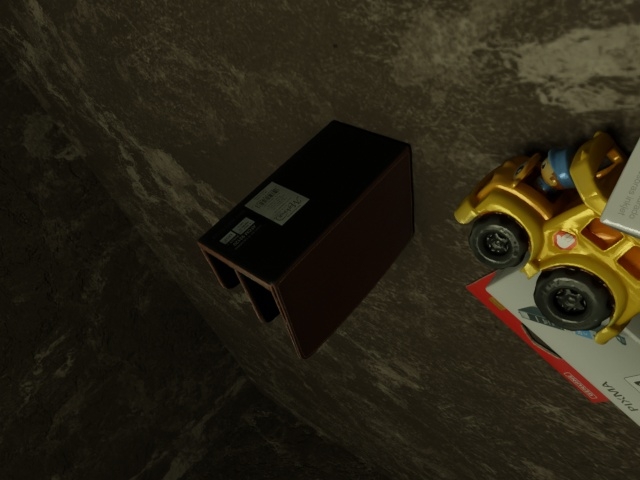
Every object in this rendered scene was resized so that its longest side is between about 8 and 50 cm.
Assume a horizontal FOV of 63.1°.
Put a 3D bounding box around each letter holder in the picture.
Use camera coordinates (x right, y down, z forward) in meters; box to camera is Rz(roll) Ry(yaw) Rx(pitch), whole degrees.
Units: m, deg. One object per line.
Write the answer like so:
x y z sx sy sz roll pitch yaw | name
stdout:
0.000 0.000 0.808 0.152 0.302 0.214 26 149 33 | letter holder

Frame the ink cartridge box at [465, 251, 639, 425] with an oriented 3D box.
0.370 0.147 0.764 0.296 0.066 0.261 42 153 5 | ink cartridge box

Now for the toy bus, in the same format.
0.287 -0.035 0.544 0.220 0.149 0.211 42 141 12 | toy bus

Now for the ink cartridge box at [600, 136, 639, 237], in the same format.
0.357 -0.043 0.360 0.237 0.171 0.100 28 -166 31 | ink cartridge box
